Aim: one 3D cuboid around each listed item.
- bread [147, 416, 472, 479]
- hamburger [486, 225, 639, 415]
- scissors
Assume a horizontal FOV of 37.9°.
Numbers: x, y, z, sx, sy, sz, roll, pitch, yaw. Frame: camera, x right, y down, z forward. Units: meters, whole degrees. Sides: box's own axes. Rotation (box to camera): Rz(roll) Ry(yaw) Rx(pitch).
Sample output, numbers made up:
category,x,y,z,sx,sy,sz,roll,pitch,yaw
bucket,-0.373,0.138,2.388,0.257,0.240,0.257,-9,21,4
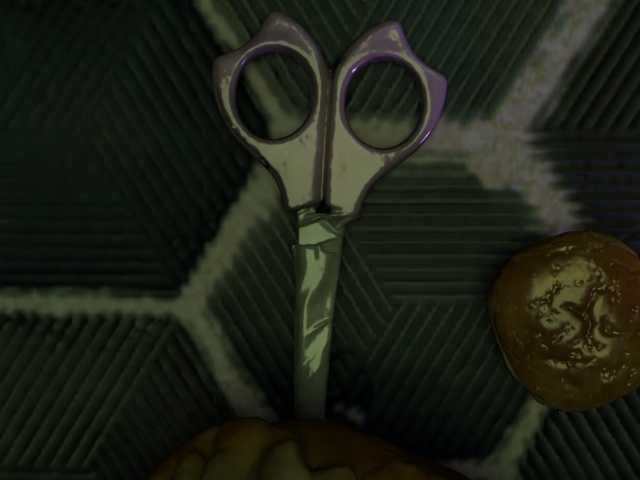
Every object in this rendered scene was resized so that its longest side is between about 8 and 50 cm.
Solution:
category,x,y,z,sx,sy,sz,roll,pitch,yaw
bread,0.055,0.248,0.391,0.236,0.183,0.389,-34,103,24
hamburger,0.118,0.037,0.431,0.076,0.044,0.083,-29,91,4
scissors,0.000,0.000,0.443,0.110,0.021,0.212,3,95,-1
